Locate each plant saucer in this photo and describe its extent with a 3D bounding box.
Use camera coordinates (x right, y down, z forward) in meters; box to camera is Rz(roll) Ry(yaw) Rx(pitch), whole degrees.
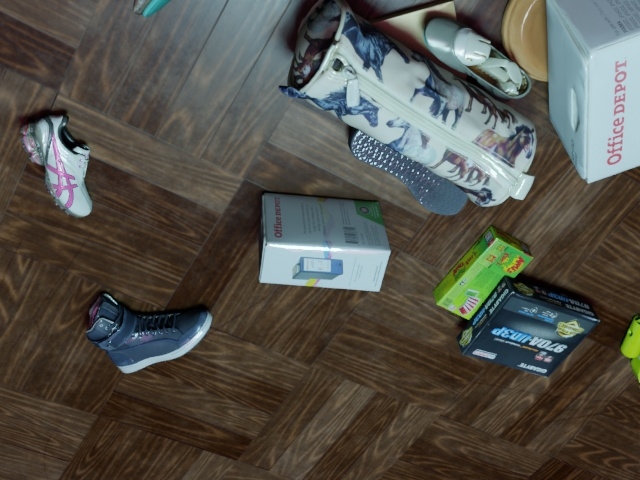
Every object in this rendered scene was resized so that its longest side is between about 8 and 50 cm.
[{"bbox_3d":[0.385,-0.337,1.224,0.199,0.037,0.200,-2,126,-3],"label":"plant saucer"}]

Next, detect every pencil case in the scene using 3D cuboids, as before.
[{"bbox_3d":[0.144,-0.198,1.186,0.410,0.184,0.160,26,122,-23],"label":"pencil case"}]

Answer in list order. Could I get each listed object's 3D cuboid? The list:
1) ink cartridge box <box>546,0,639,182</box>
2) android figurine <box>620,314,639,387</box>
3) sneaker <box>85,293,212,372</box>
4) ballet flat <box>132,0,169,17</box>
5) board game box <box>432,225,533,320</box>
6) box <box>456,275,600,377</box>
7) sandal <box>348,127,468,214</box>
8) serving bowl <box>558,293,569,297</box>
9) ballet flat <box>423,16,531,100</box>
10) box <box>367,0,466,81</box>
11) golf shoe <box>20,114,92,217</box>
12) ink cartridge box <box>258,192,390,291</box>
[{"bbox_3d":[0.540,-0.282,1.152,0.384,0.160,0.279,-19,141,4],"label":"ink cartridge box"},{"bbox_3d":[0.754,0.219,1.639,0.248,0.056,0.273,3,124,-7],"label":"android figurine"},{"bbox_3d":[-0.333,0.156,1.478,0.226,0.086,0.163,-25,126,14],"label":"sneaker"},{"bbox_3d":[-0.163,-0.443,1.076,0.316,0.107,0.106,-37,100,14],"label":"ballet flat"},{"bbox_3d":[0.308,0.066,1.498,0.092,0.043,0.181,26,120,-22],"label":"board game box"},{"bbox_3d":[0.404,0.173,1.535,0.220,0.051,0.175,18,123,-23],"label":"box"},{"bbox_3d":[0.158,-0.134,1.341,0.254,0.054,0.097,33,107,-25],"label":"sandal"},{"bbox_3d":[0.468,0.137,1.572,0.083,0.027,0.083,-2,125,-3],"label":"serving bowl"},{"bbox_3d":[0.250,-0.283,1.209,0.213,0.068,0.072,26,81,-35],"label":"ballet flat"},{"bbox_3d":[0.126,-0.281,1.250,0.201,0.021,0.165,-14,125,5],"label":"box"},{"bbox_3d":[-0.414,-0.118,1.288,0.085,0.067,0.186,-16,125,5],"label":"golf shoe"},{"bbox_3d":[0.000,0.000,1.355,0.212,0.154,0.093,5,126,-10],"label":"ink cartridge box"}]
